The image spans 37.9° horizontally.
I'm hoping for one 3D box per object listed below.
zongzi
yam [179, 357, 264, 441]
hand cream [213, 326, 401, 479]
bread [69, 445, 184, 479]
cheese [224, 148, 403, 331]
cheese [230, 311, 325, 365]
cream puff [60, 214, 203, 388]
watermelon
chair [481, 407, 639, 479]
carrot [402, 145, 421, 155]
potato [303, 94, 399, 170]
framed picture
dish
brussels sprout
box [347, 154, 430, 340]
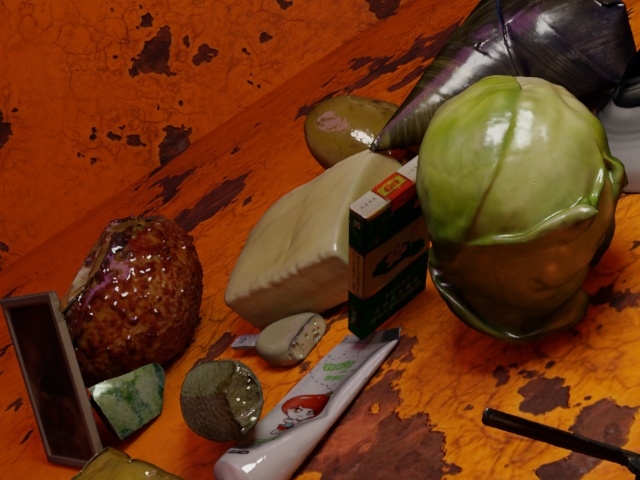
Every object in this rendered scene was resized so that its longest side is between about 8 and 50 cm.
[{"bbox_3d":[0.254,-0.295,1.554,0.432,0.208,0.403,-24,23,5],"label":"zongzi"},{"bbox_3d":[-0.131,0.203,1.206,0.106,0.106,0.259,-41,-1,-11],"label":"yam"},{"bbox_3d":[-0.022,0.217,1.162,0.121,0.076,0.336,-10,26,48],"label":"hand cream"},{"bbox_3d":[-0.266,0.358,1.207,0.233,0.088,0.161,-2,44,53],"label":"bread"},{"bbox_3d":[0.000,0.000,1.455,0.265,0.124,0.243,-27,32,41],"label":"cheese"},{"bbox_3d":[-0.075,0.151,1.412,0.192,0.037,0.097,-10,32,50],"label":"cheese"},{"bbox_3d":[-0.330,0.113,1.638,0.350,0.228,0.350,-51,19,26],"label":"cream puff"},{"bbox_3d":[-0.331,0.271,1.483,0.158,0.098,0.121,-24,-8,25],"label":"watermelon"},{"bbox_3d":[0.237,0.205,0.621,0.246,0.173,0.159,6,17,-11],"label":"chair"},{"bbox_3d":[0.180,-0.197,1.698,0.087,0.087,0.193,-39,22,-6],"label":"carrot"},{"bbox_3d":[0.046,-0.197,1.739,0.178,0.158,0.204,129,159,-53],"label":"potato"},{"bbox_3d":[-0.431,0.226,1.500,0.020,0.290,0.211,-18,6,-39],"label":"framed picture"},{"bbox_3d":[0.448,-0.196,1.185,0.273,0.134,0.273,-31,20,12],"label":"dish"},{"bbox_3d":[0.218,-0.040,1.023,0.227,0.259,0.295,-1,63,3],"label":"brussels sprout"},{"bbox_3d":[0.089,0.013,1.183,0.132,0.235,0.034,-36,55,-29],"label":"box"}]
